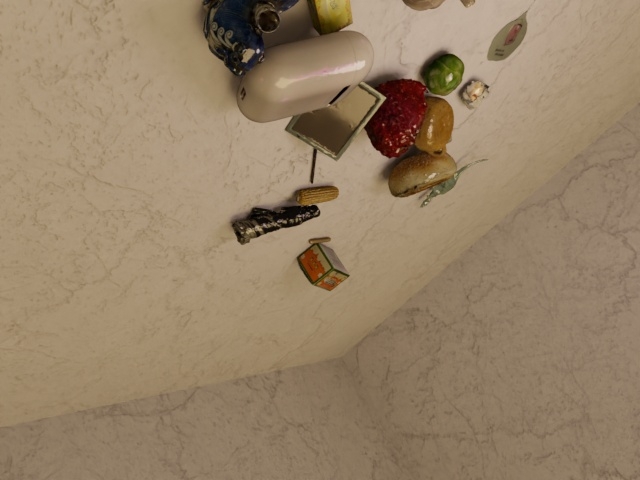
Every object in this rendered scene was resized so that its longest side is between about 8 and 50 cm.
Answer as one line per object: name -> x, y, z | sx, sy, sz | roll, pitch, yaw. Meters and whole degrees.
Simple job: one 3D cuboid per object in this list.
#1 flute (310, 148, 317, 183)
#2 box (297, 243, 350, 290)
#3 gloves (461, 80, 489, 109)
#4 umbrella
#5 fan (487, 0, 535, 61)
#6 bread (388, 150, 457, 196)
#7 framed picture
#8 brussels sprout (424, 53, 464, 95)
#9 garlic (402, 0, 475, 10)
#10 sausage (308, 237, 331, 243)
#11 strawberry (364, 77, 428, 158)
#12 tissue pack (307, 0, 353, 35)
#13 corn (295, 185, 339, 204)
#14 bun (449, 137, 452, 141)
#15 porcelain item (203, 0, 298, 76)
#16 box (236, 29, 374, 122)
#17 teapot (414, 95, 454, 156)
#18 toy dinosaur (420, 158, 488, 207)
flute -> -0.021, -0.302, 1.676 | 0.014, 0.014, 0.269 | -22, 151, -20
box -> 0.012, 0.133, 2.247 | 0.148, 0.177, 0.195 | -38, 152, 12
gloves -> 0.625, -0.589, 1.830 | 0.114, 0.070, 0.153 | -52, 155, 18
umbrella -> -0.171, -0.083, 1.784 | 0.358, 0.106, 0.113 | -18, 158, -22
fan -> 0.734, -0.797, 1.667 | 0.182, 0.010, 0.310 | -12, 147, -34
bread -> 0.434, -0.295, 1.968 | 0.306, 0.158, 0.305 | -22, 180, 0
framed picture -> 0.046, -0.409, 1.464 | 0.217, 0.016, 0.273 | 27, 122, -24
brussels sprout -> 0.437, -0.577, 1.598 | 0.155, 0.117, 0.155 | -21, 141, -18
garlic -> 0.327, -0.693, 1.191 | 0.219, 0.212, 0.218 | -31, 158, -14
sausage -> 0.000, 0.000, 2.184 | 0.132, 0.024, 0.024 | -7, 143, -40
strawberry -> 0.246, -0.430, 1.556 | 0.274, 0.221, 0.274 | -64, -177, 5
tissue pack -> 0.019, -0.616, 1.151 | 0.095, 0.062, 0.176 | -31, 152, -4
corn -> -0.013, -0.183, 1.824 | 0.207, 0.068, 0.068 | -15, 148, -36
bun -> 0.475, -0.437, 1.903 | 0.138, 0.094, 0.138 | -19, -175, 2
porcelain item -> -0.145, -0.516, 1.010 | 0.288, 0.186, 0.138 | -42, 148, 19
box -> -0.045, -0.432, 1.216 | 0.349, 0.141, 0.289 | -22, -179, -20
teapot -> 0.402, -0.440, 1.746 | 0.203, 0.167, 0.311 | -56, 139, -18
toy dinosaur -> 0.653, -0.314, 2.287 | 0.393, 0.092, 0.205 | -37, 153, 6
